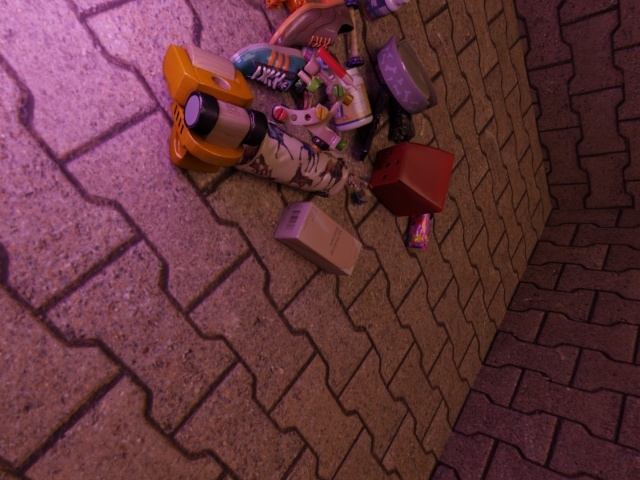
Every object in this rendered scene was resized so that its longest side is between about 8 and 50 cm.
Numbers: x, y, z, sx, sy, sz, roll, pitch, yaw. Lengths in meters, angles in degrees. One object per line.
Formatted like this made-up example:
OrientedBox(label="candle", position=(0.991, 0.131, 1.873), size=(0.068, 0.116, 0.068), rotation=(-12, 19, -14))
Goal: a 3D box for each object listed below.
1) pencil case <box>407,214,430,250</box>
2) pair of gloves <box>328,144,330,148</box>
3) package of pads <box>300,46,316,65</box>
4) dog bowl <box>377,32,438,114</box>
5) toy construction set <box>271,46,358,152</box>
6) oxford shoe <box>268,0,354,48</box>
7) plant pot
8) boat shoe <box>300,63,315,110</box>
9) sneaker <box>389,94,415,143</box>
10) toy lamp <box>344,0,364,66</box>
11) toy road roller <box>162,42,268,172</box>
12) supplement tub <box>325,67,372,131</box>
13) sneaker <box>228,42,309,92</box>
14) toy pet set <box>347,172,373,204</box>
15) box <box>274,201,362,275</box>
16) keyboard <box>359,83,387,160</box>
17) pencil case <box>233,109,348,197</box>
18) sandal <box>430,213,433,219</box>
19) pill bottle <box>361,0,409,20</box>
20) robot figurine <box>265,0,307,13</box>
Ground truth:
OrientedBox(label="pencil case", position=(0.482, -0.069, 1.931), size=(0.105, 0.105, 0.236), rotation=(11, 82, -45))
OrientedBox(label="pair of gloves", position=(0.014, -0.382, 1.511), size=(0.074, 0.010, 0.083), rotation=(-25, 112, -43))
OrientedBox(label="package of pads", position=(-0.048, -0.664, 1.418), size=(0.050, 0.032, 0.083), rotation=(27, 73, -39))
OrientedBox(label="dog bowl", position=(0.367, -0.693, 1.700), size=(0.349, 0.102, 0.348), rotation=(32, 45, -39))
OrientedBox(label="toy construction set", position=(0.027, -0.393, 1.168), size=(0.237, 0.309, 0.257), rotation=(41, 79, -14))
OrientedBox(label="oxford shoe", position=(-0.017, -0.706, 1.346), size=(0.364, 0.130, 0.132), rotation=(-41, 102, -26))
OrientedBox(label="plant pot", position=(0.369, -0.276, 1.715), size=(0.236, 0.267, 0.267), rotation=(24, 76, -30))
OrientedBox(label="boat shoe", position=(-0.054, -0.529, 1.407), size=(0.060, 0.064, 0.177), rotation=(6, 86, -14))
OrientedBox(label="sneaker", position=(0.350, -0.530, 1.784), size=(0.130, 0.087, 0.227), rotation=(-53, 131, -37))
OrientedBox(label="toy lamp", position=(0.124, -0.820, 1.549), size=(0.080, 0.080, 0.274), rotation=(-19, 106, -43))
OrientedBox(label="toy road roller", position=(-0.317, -0.336, 1.090), size=(0.203, 0.240, 0.329), rotation=(4, 52, -45))
OrientedBox(label="supplement tub", position=(0.104, -0.524, 1.498), size=(0.144, 0.145, 0.199), rotation=(-36, 116, -38))
OrientedBox(label="sneaker", position=(-0.143, -0.532, 1.258), size=(0.302, 0.108, 0.120), rotation=(-23, 87, -43))
OrientedBox(label="toy pet set", position=(0.162, -0.206, 1.651), size=(0.122, 0.065, 0.114), rotation=(8, 52, -48))
OrientedBox(label="box", position=(0.000, 0.000, 1.441), size=(0.311, 0.121, 0.147), rotation=(35, 68, -40))
OrientedBox(label="keyboard", position=(0.215, -0.485, 1.606), size=(0.033, 0.201, 0.316), rotation=(16, 76, -5))
OrientedBox(label="pencil case", position=(-0.086, -0.266, 1.314), size=(0.411, 0.160, 0.183), rotation=(13, 97, -44))
OrientedBox(label="sandal", position=(0.553, -0.160, 2.049), size=(0.179, 0.040, 0.067), rotation=(-58, 135, -44))
OrientedBox(label="pill bottle", position=(0.263, -0.963, 1.606), size=(0.108, 0.180, 0.107), rotation=(-3, 94, -45))
OrientedBox(label="robot figurine", position=(-0.123, -0.899, 1.292), size=(0.211, 0.085, 0.290), rotation=(-17, 105, -44))
